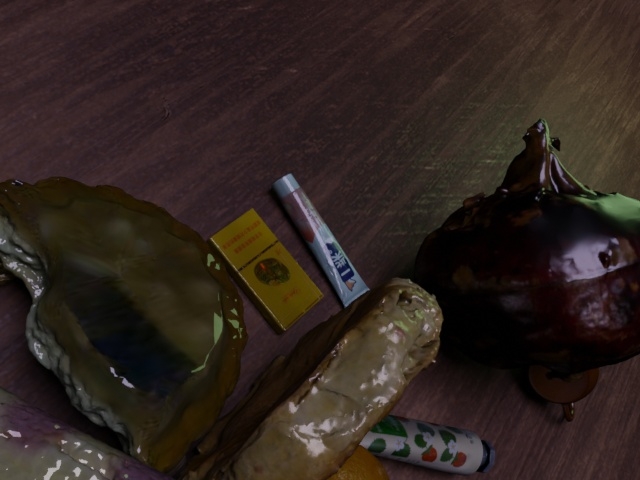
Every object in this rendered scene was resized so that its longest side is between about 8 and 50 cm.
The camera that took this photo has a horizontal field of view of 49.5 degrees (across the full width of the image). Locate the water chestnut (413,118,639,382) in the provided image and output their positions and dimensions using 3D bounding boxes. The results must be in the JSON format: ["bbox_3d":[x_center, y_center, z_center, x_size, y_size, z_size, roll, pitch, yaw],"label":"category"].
[{"bbox_3d":[0.297,0.011,0.959,0.335,0.335,0.347,-19,105,-38],"label":"water chestnut"}]

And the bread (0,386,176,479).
[{"bbox_3d":[-0.301,0.206,0.564,0.338,0.155,0.187,28,66,1],"label":"bread"}]

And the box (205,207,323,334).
[{"bbox_3d":[-0.072,0.039,0.919,0.155,0.023,0.087,51,48,0],"label":"box"}]

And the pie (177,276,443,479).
[{"bbox_3d":[-0.017,0.161,0.701,0.083,0.339,0.339,50,51,-4],"label":"pie"}]

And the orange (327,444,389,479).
[{"bbox_3d":[0.002,0.282,0.760,0.154,0.155,0.134,-3,55,-34],"label":"orange"}]

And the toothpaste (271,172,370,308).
[{"bbox_3d":[0.000,0.000,0.980,0.056,0.036,0.205,-33,90,-38],"label":"toothpaste"}]

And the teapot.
[{"bbox_3d":[0.376,0.196,1.081,0.116,0.116,0.173,-18,99,-38],"label":"teapot"}]

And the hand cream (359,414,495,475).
[{"bbox_3d":[0.108,0.256,0.895,0.276,0.095,0.059,19,101,-26],"label":"hand cream"}]

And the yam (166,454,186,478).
[{"bbox_3d":[-0.232,0.300,0.657,0.066,0.066,0.300,43,51,-7],"label":"yam"}]

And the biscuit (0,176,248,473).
[{"bbox_3d":[-0.213,0.061,0.731,0.335,0.078,0.329,38,32,-20],"label":"biscuit"}]

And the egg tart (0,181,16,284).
[{"bbox_3d":[-0.358,-0.013,0.744,0.130,0.052,0.130,15,60,-29],"label":"egg tart"}]
